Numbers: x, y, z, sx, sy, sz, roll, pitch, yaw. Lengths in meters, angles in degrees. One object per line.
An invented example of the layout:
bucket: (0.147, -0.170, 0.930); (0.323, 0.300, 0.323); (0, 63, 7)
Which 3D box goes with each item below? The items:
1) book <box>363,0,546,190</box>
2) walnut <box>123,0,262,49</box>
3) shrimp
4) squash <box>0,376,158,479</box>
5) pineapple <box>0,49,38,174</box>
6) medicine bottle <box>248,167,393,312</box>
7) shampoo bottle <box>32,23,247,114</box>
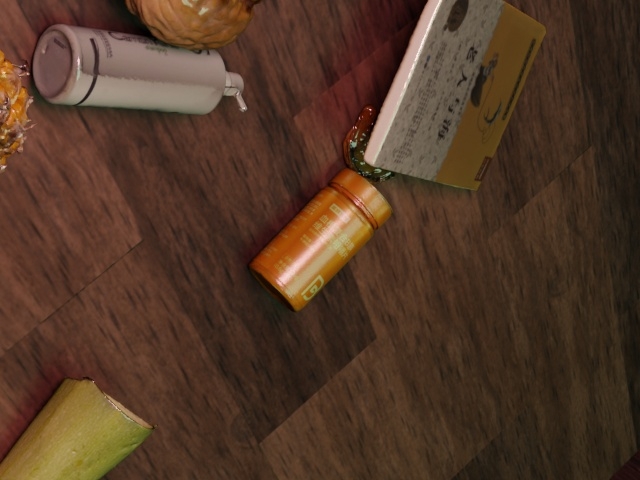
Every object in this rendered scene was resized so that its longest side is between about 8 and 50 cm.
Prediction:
book: (0.192, -0.206, 1.871); (0.389, 0.032, 0.269); (4, 110, -63)
walnut: (-0.135, -0.283, 1.467); (0.155, 0.155, 0.184); (-60, 157, 8)
shrimp: (0.126, -0.193, 1.873); (0.117, 0.066, 0.262); (20, 100, -51)
squash: (-0.345, 0.286, 1.730); (0.287, 0.137, 0.137); (-45, 143, 8)
pineapple: (-0.377, -0.110, 1.358); (0.225, 0.076, 0.225); (-23, 151, -13)
medicine bottle: (0.000, 0.000, 1.862); (0.192, 0.096, 0.096); (-45, 142, -10)
shampoo bottle: (-0.190, -0.185, 1.529); (0.262, 0.085, 0.085); (0, 118, -46)
